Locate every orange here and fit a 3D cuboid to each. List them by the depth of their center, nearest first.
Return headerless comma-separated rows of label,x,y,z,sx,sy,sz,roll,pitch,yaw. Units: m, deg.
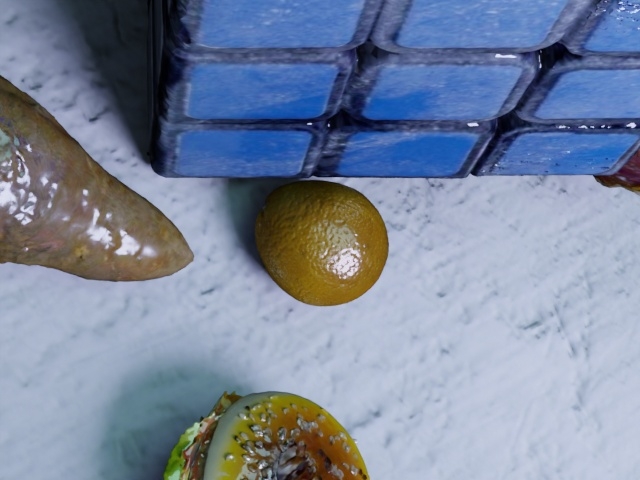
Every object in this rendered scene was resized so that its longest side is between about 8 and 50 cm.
orange,0.000,0.000,1.018,0.085,0.085,0.085,12,68,-32

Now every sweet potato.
sweet potato,-0.205,-0.063,0.879,0.341,0.092,0.114,40,39,-19

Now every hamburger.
hamburger,-0.031,0.146,0.940,0.141,0.081,0.126,28,60,-27

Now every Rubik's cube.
Rubik's cube,0.056,-0.217,0.928,0.305,0.301,0.304,-2,73,-9

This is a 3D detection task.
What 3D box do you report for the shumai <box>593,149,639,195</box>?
shumai,0.200,-0.135,1.182,0.185,0.218,0.184,-46,113,3
